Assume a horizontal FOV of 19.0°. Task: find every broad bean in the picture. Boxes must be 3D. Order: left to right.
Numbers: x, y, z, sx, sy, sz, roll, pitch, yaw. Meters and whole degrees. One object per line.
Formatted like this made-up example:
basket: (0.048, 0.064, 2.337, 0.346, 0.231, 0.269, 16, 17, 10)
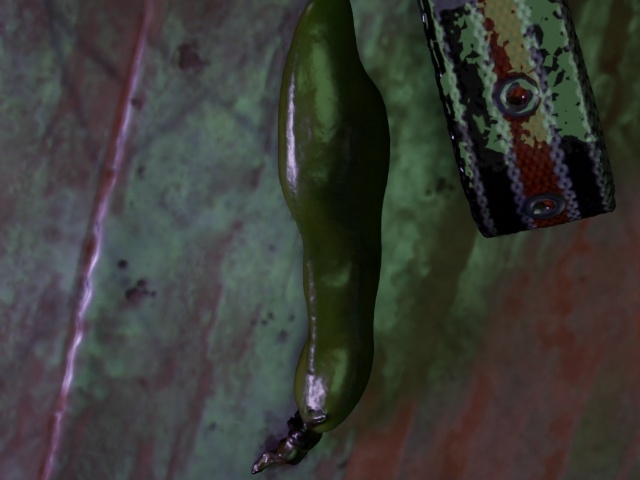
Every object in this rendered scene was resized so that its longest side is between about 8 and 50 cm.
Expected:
broad bean: (0.006, 0.002, 1.149, 0.075, 0.067, 0.325, -5, 110, -19)

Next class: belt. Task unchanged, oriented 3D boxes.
belt: (0.087, -0.171, 1.078, 0.094, 0.126, 0.360, -17, 106, 3)
